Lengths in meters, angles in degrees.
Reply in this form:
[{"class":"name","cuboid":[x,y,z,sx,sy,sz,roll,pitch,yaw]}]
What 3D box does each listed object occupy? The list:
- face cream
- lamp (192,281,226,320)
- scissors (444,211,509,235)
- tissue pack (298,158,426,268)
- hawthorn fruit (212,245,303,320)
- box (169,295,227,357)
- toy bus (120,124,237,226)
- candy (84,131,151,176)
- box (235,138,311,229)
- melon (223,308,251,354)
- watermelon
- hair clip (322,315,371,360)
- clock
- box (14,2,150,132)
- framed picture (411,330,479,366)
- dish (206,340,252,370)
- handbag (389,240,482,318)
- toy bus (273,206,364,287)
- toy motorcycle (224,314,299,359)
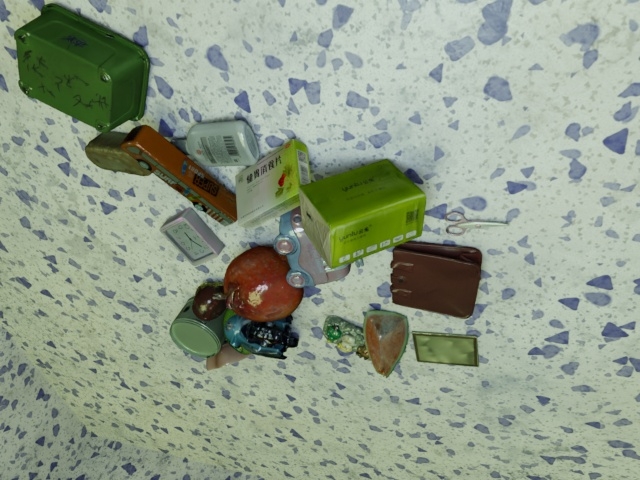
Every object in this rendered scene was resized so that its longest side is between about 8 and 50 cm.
[{"class":"face cream","cuboid":[-0.326,-0.283,1.414,0.291,0.071,0.144,1,130,26]},{"class":"lamp","cuboid":[-0.438,0.235,1.853,0.135,0.157,0.156,34,142,17]},{"class":"scissors","cuboid":[0.445,-0.045,1.347,0.176,0.022,0.085,2,127,24]},{"class":"tissue pack","cuboid":[0.106,-0.076,1.250,0.274,0.200,0.167,-18,133,-17]},{"class":"hawthorn fruit","cuboid":[-0.219,0.155,1.589,0.276,0.307,0.276,37,135,49]},{"class":"box","cuboid":[-0.497,0.364,1.980,0.226,0.149,0.226,10,131,12]},{"class":"toy bus","cuboid":[-0.414,-0.193,1.459,0.092,0.093,0.409,-13,137,44]},{"class":"candy","cuboid":[-0.629,-0.279,1.521,0.233,0.104,0.102,10,136,14]},{"class":"box","cuboid":[-0.143,-0.158,1.380,0.260,0.175,0.062,-25,152,36]},{"class":"melon","cuboid":[-0.335,0.350,1.891,0.129,0.169,0.265,5,128,20]},{"class":"watermelon","cuboid":[0.247,0.356,1.701,0.146,0.128,0.231,-12,108,-20]},{"class":"hair clip","cuboid":[0.156,0.396,1.787,0.321,0.091,0.138,18,130,5]},{"class":"clock","cuboid":[-0.466,-0.008,1.711,0.150,0.063,0.197,-21,119,33]},{"class":"box","cuboid":[-0.675,-0.468,1.328,0.328,0.178,0.253,27,135,-1]},{"class":"framed picture","cuboid":[0.457,0.399,1.725,0.231,0.010,0.173,0,128,21]},{"class":"dish","cuboid":[-0.407,0.489,2.065,0.213,0.213,0.090,-22,85,34]},{"class":"handbag","cuboid":[0.358,0.123,1.489,0.275,0.084,0.260,9,133,16]},{"class":"toy bus","cuboid":[0.000,0.000,1.459,0.231,0.197,0.294,-6,125,14]},{"class":"toy motorcycle","cuboid":[-0.216,0.349,1.781,0.232,0.172,0.416,9,167,10]}]
